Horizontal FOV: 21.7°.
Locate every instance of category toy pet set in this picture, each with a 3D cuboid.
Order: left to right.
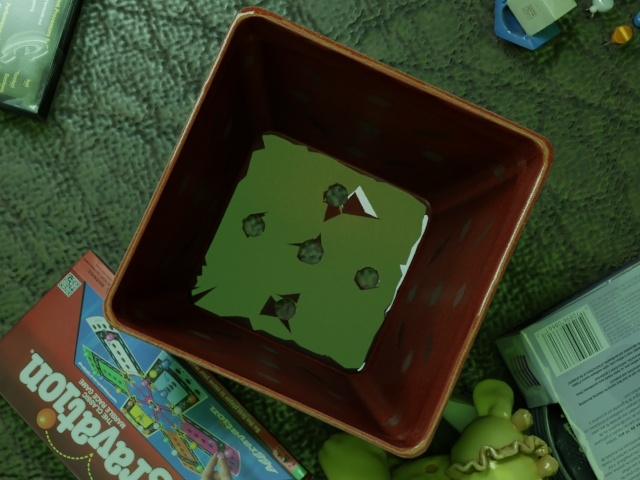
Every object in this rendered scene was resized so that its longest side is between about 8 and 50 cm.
[{"bbox_3d":[0.213,-0.211,1.491,0.114,0.065,0.122,-36,94,-38],"label":"toy pet set"}]

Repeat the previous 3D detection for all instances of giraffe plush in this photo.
[{"bbox_3d":[0.111,0.206,1.382,0.170,0.210,0.181,-31,88,1],"label":"giraffe plush"}]

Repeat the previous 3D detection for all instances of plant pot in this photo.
[{"bbox_3d":[0.000,0.000,1.371,0.267,0.236,0.267,24,85,-2],"label":"plant pot"}]

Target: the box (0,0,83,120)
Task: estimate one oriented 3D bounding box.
[{"bbox_3d":[-0.311,-0.285,1.446,0.242,0.076,0.307,16,88,-2],"label":"box"}]

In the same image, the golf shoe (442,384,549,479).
[{"bbox_3d":[0.171,0.199,1.461,0.186,0.067,0.086,36,88,-1],"label":"golf shoe"}]

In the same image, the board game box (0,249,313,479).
[{"bbox_3d":[-0.154,0.152,1.421,0.145,0.027,0.281,-46,71,-2],"label":"board game box"}]

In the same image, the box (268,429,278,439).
[{"bbox_3d":[-0.078,0.218,1.433,0.081,0.028,0.136,-9,58,14],"label":"box"}]

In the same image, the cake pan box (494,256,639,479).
[{"bbox_3d":[0.310,0.135,1.438,0.267,0.070,0.246,-28,88,-20],"label":"cake pan box"}]
